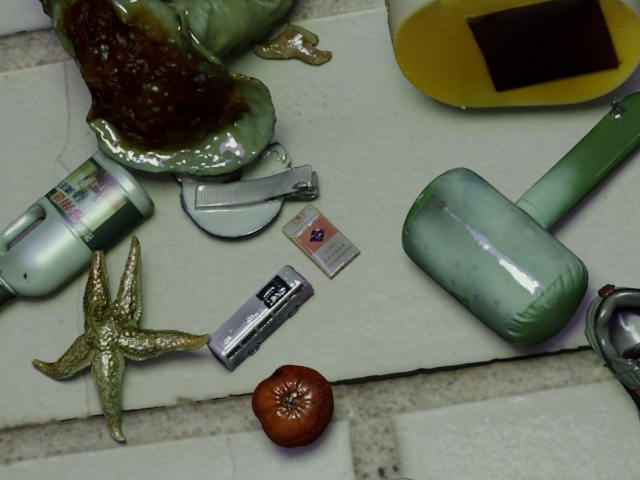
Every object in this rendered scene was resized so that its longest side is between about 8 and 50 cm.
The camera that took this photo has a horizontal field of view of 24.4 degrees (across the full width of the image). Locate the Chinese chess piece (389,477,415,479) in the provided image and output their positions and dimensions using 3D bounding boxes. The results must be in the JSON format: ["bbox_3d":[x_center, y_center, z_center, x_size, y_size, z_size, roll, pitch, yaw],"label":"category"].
[{"bbox_3d":[0.083,0.283,1.500,0.084,0.034,0.084,-3,66,8],"label":"Chinese chess piece"}]

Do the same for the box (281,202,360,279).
[{"bbox_3d":[0.000,0.000,1.647,0.046,0.012,0.083,-42,68,-8],"label":"box"}]

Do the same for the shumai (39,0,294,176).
[{"bbox_3d":[-0.191,-0.217,1.675,0.330,0.292,0.288,2,95,26],"label":"shumai"}]

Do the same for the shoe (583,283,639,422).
[{"bbox_3d":[0.345,0.126,1.473,0.099,0.125,0.227,-29,64,-6],"label":"shoe"}]

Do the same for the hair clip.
[{"bbox_3d":[-0.088,-0.057,1.669,0.172,0.049,0.116,-7,62,10],"label":"hair clip"}]

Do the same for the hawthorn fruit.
[{"bbox_3d":[-0.026,0.172,1.540,0.093,0.093,0.093,-4,67,8],"label":"hawthorn fruit"}]

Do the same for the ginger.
[{"bbox_3d":[-0.033,-0.235,1.743,0.097,0.030,0.048,9,71,12],"label":"ginger"}]

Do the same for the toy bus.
[{"bbox_3d":[-0.066,0.082,1.602,0.131,0.052,0.037,-43,66,-9],"label":"toy bus"}]

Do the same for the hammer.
[{"bbox_3d":[0.257,-0.053,1.581,0.335,0.119,0.206,-43,69,-16],"label":"hammer"}]

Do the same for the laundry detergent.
[{"bbox_3d":[-0.301,-0.001,1.670,0.226,0.070,0.099,-41,76,-7],"label":"laundry detergent"}]

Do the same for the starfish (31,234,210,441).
[{"bbox_3d":[-0.220,0.106,1.604,0.217,0.050,0.223,-6,81,13],"label":"starfish"}]

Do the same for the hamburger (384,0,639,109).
[{"bbox_3d":[0.216,-0.254,1.599,0.295,0.227,0.151,2,55,10],"label":"hamburger"}]
